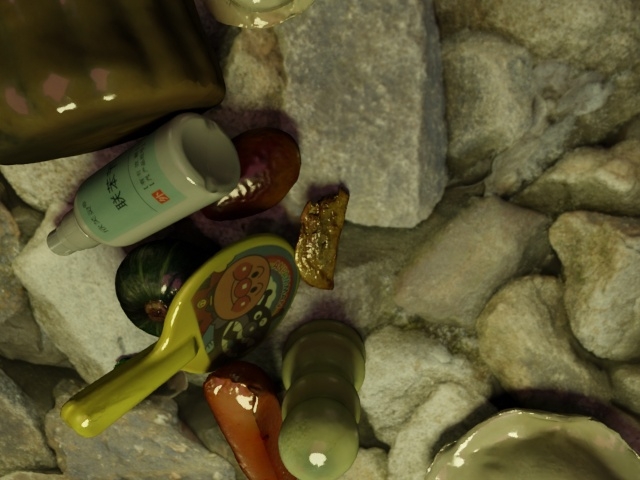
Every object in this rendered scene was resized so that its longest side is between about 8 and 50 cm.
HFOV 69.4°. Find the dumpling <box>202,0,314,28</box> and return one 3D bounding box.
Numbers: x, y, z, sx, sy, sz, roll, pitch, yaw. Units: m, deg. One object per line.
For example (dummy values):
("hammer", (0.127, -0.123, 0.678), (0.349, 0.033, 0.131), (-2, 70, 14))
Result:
("dumpling", (-0.061, -0.341, 0.571), (0.136, 0.118, 0.199), (30, 135, -21))

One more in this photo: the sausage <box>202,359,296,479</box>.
("sausage", (-0.101, 0.304, 0.740), (0.102, 0.102, 0.330), (-5, 128, 5))

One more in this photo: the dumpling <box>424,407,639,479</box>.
("dumpling", (0.358, 0.402, 0.757), (0.342, 0.181, 0.259), (8, 87, 31))

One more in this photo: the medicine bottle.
("medicine bottle", (-0.269, -0.051, 0.638), (0.352, 0.110, 0.110), (-21, 106, 32))

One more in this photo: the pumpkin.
("pumpkin", (-0.220, 0.074, 0.697), (0.167, 0.125, 0.167), (3, 107, 8))

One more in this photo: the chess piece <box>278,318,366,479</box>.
("chess piece", (0.001, 0.235, 0.669), (0.145, 0.251, 0.144), (1, 108, 2))

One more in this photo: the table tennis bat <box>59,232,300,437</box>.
("table tennis bat", (-0.162, 0.124, 0.627), (0.054, 0.369, 0.224), (34, 143, 32))

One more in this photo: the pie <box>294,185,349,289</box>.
("pie", (0.000, 0.000, 0.699), (0.092, 0.034, 0.169), (-1, 109, -38))

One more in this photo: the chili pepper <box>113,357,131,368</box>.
("chili pepper", (-0.317, 0.220, 0.800), (0.091, 0.030, 0.034), (-1, 132, 6))

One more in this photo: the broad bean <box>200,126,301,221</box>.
("broad bean", (-0.103, -0.093, 0.665), (0.165, 0.084, 0.114), (-25, 122, 4))

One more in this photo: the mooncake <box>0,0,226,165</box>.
("mooncake", (-0.269, -0.198, 0.536), (0.291, 0.290, 0.161), (-18, 100, 8))
